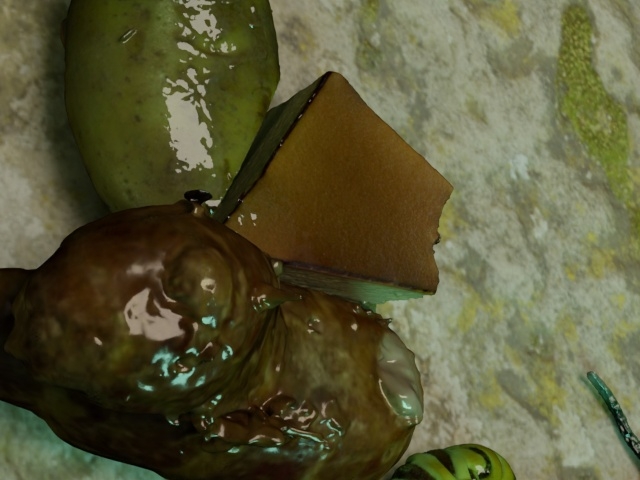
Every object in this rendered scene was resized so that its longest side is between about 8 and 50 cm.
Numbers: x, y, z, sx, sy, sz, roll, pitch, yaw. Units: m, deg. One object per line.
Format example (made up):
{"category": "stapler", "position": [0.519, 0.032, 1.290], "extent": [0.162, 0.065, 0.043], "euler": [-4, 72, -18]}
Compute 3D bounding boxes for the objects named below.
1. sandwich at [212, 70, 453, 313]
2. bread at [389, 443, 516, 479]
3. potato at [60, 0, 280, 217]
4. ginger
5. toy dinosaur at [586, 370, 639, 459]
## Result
{"category": "sandwich", "position": [0.000, 0.000, 1.434], "extent": [0.186, 0.108, 0.220], "euler": [45, 49, -13]}
{"category": "bread", "position": [0.114, 0.228, 1.456], "extent": [0.139, 0.071, 0.130], "euler": [15, 68, -32]}
{"category": "potato", "position": [-0.117, -0.129, 1.384], "extent": [0.176, 0.141, 0.298], "euler": [8, 74, -21]}
{"category": "ginger", "position": [-0.062, 0.087, 1.275], "extent": [0.418, 0.254, 0.176], "euler": [21, 63, -36]}
{"category": "toy dinosaur", "position": [0.400, 0.252, 1.672], "extent": [0.383, 0.076, 0.129], "euler": [39, 25, 9]}
